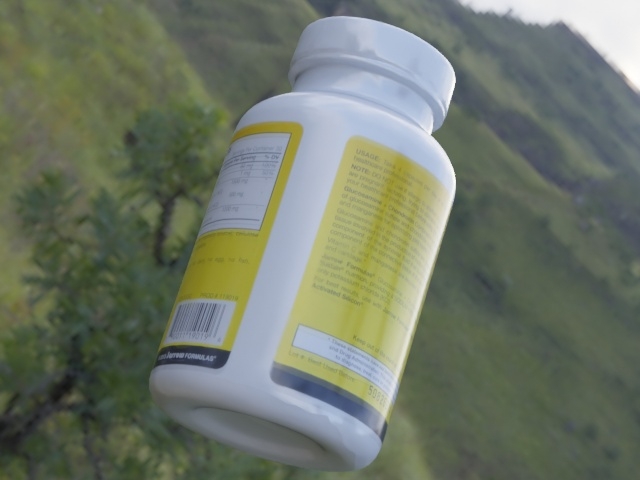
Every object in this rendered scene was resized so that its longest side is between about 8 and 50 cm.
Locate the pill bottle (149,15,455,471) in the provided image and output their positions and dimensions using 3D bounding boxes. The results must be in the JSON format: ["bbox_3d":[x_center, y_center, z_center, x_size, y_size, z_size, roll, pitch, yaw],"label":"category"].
[{"bbox_3d":[0.000,0.000,0.680,0.103,0.184,0.103,16,-19,6],"label":"pill bottle"}]
